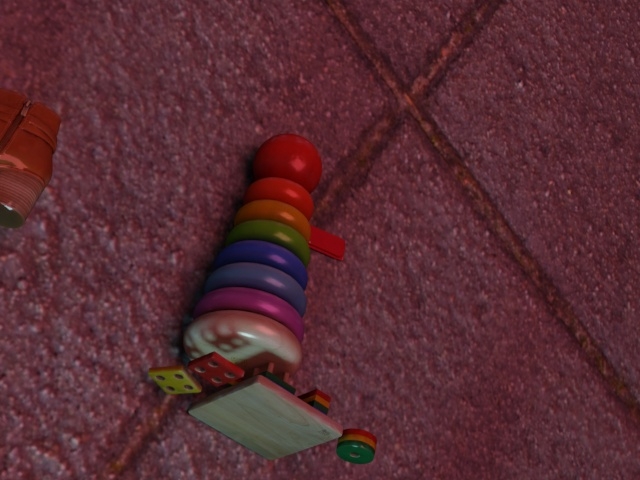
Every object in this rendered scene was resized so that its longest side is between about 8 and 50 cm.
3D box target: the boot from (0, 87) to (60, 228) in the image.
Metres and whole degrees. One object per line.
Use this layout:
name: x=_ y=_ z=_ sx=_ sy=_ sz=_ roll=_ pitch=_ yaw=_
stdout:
boot: x=-0.377 y=-0.113 z=1.271 sx=0.197 sy=0.073 sz=0.152 roll=31 pitch=49 yaw=-25

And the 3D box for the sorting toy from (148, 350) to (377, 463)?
sorting toy: x=-0.068 y=0.191 z=1.389 sx=0.274 sy=0.132 sz=0.046 roll=35 pitch=48 yaw=-27

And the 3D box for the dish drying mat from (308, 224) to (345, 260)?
dish drying mat: x=0.000 y=0.000 z=1.591 sx=0.083 sy=0.008 sz=0.032 roll=23 pitch=61 yaw=-33

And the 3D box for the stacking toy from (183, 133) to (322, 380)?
stacking toy: x=-0.068 y=0.005 z=1.463 sx=0.141 sy=0.141 sz=0.330 roll=32 pitch=50 yaw=-29
